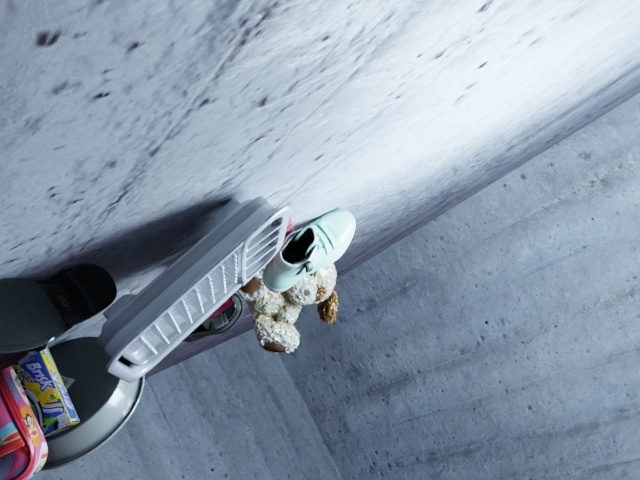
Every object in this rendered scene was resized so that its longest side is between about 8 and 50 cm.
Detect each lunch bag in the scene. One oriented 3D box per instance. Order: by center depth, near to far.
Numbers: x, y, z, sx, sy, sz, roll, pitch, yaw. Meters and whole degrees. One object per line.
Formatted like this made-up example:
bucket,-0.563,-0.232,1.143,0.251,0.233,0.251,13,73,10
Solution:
lunch bag,-0.576,0.328,1.027,0.293,0.258,0.120,-27,175,-12

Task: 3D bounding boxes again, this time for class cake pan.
cake pan,-0.481,0.292,1.297,0.293,0.054,0.293,-11,-143,9

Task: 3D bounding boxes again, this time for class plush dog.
plush dog,-0.070,0.107,1.633,0.225,0.262,0.210,-18,-154,1

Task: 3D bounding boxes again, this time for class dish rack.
dish rack,-0.192,0.067,1.027,0.333,0.072,0.285,-44,174,-16

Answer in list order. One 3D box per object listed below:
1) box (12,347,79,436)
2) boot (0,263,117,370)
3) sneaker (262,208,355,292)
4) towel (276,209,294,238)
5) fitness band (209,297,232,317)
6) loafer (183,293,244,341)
box,-0.477,0.249,1.177,0.054,0.169,0.059,-25,171,-10
boot,-0.412,0.129,0.901,0.229,0.091,0.263,-32,174,26
sneaker,0.000,0.001,1.397,0.256,0.094,0.151,-40,173,-29
towel,-0.142,0.012,1.304,0.199,0.031,0.275,-29,175,-4
fitness band,-0.322,0.174,1.683,0.209,0.054,0.291,-27,172,-3
loafer,-0.324,0.226,1.903,0.267,0.096,0.084,-30,167,33
